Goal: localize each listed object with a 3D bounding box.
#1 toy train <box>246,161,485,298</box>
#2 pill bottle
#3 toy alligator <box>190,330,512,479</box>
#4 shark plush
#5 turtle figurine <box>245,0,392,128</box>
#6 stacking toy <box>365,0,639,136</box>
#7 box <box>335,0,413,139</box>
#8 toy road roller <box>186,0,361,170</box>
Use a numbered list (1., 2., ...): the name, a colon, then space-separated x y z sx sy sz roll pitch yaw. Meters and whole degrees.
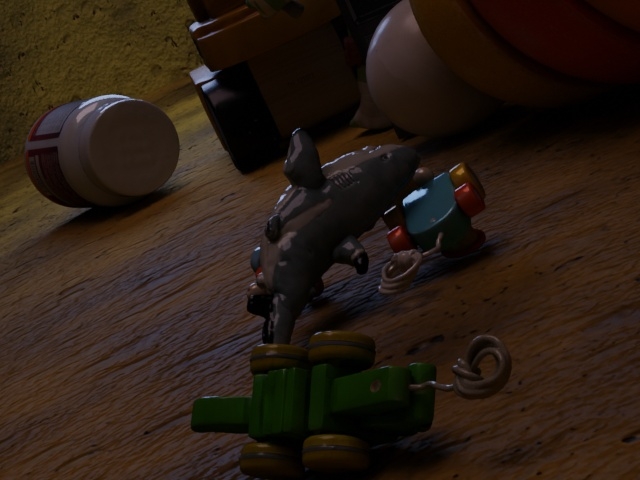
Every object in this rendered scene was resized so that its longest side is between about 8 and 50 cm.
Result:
1. toy train: 0.034 0.005 1.032 0.125 0.046 0.166 -51 28 -21
2. pill bottle: -0.236 -0.096 1.881 0.121 0.121 0.221 -29 13 -22
3. toy alligator: 0.021 0.070 0.735 0.051 0.056 0.190 20 -24 -41
4. shark plush: 0.000 0.000 0.973 0.067 0.073 0.161 11 42 20
5. turtle figurine: 0.025 -0.250 1.606 0.275 0.266 0.198 -10 22 27
6. stacking toy: 0.174 -0.216 1.242 0.350 0.350 0.480 -33 -2 -36
7. box: 0.134 -0.209 1.438 0.233 0.183 0.059 -21 11 24
8. toy road roller: -0.052 -0.231 1.800 0.202 0.240 0.329 -25 11 -2
